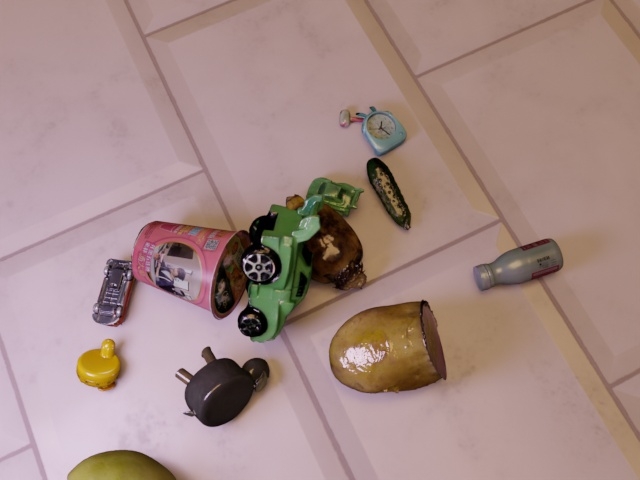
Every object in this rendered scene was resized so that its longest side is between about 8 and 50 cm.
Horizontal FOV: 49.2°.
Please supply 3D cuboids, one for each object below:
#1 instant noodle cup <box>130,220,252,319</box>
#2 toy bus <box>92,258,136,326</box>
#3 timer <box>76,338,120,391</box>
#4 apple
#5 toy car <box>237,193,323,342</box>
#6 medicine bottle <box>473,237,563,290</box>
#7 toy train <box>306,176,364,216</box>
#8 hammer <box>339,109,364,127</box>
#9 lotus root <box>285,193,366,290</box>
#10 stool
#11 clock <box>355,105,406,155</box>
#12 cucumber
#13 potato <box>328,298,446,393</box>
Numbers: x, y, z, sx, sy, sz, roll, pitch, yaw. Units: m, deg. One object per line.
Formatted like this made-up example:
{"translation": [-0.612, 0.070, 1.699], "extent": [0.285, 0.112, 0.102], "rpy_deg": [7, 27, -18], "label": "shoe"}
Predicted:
{"translation": [-0.328, 0.055, 1.761], "extent": [0.254, 0.244, 0.244], "rpy_deg": [15, 71, 15], "label": "instant noodle cup"}
{"translation": [-0.526, 0.139, 1.799], "extent": [0.079, 0.077, 0.174], "rpy_deg": [8, 71, 5], "label": "toy bus"}
{"translation": [-0.545, 0.305, 1.722], "extent": [0.107, 0.109, 0.107], "rpy_deg": [13, 29, -7], "label": "timer"}
{"translation": [-0.447, 0.607, 1.532], "extent": [0.291, 0.254, 0.292], "rpy_deg": [1, 72, -3], "label": "apple"}
{"translation": [-0.099, 0.068, 1.674], "extent": [0.176, 0.213, 0.359], "rpy_deg": [7, 114, -1], "label": "toy car"}
{"translation": [0.505, 0.066, 1.792], "extent": [0.216, 0.090, 0.091], "rpy_deg": [-17, 70, -4], "label": "medicine bottle"}
{"translation": [0.038, -0.121, 1.880], "extent": [0.149, 0.081, 0.099], "rpy_deg": [20, 72, 8], "label": "toy train"}
{"translation": [0.096, -0.346, 1.991], "extent": [0.083, 0.031, 0.053], "rpy_deg": [4, 73, -4], "label": "hammer"}
{"translation": [0.000, 0.000, 1.803], "extent": [0.169, 0.141, 0.314], "rpy_deg": [-36, 72, -10], "label": "lotus root"}
{"translation": [-0.239, 0.350, 1.693], "extent": [0.139, 0.227, 0.153], "rpy_deg": [39, 117, 35], "label": "stool"}
{"translation": [0.164, -0.318, 1.961], "extent": [0.108, 0.045, 0.147], "rpy_deg": [-31, 78, -15], "label": "clock"}
{"translation": [0.187, -0.126, 1.889], "extent": [0.069, 0.069, 0.228], "rpy_deg": [-24, 75, -7], "label": "cucumber"}
{"translation": [0.151, 0.264, 1.685], "extent": [0.265, 0.229, 0.230], "rpy_deg": [-13, 69, 13], "label": "potato"}
